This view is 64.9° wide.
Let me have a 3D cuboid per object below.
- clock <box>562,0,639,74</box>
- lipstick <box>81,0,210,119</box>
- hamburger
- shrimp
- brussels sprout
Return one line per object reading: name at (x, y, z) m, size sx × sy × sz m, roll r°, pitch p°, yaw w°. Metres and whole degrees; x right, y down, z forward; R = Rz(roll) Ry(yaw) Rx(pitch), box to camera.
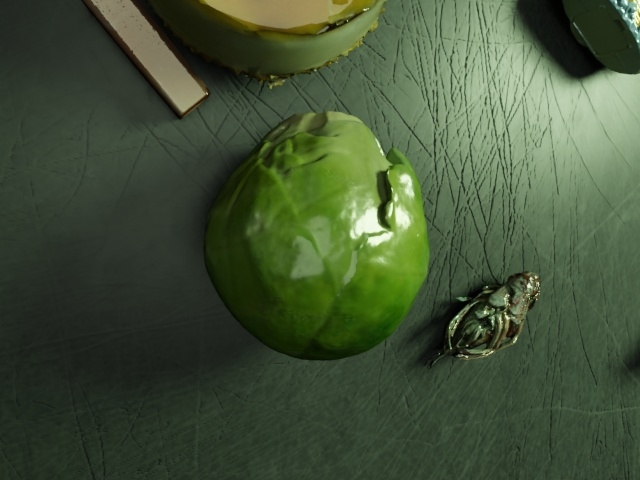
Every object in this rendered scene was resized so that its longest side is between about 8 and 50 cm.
clock at (0.389, -0.315, 0.629) m, size 0.231 × 0.103 × 0.144 m, roll 43°, pitch 84°, yaw -19°
lipstick at (-0.176, -0.196, 0.514) m, size 0.045 × 0.045 × 0.145 m, roll -40°, pitch 107°, yaw -5°
hamburger at (-0.050, -0.303, 0.468) m, size 0.275 × 0.179 × 0.294 m, roll -33°, pitch 109°, yaw -6°
shrimp at (0.212, 0.108, 0.659) m, size 0.190 × 0.075 × 0.073 m, roll -34°, pitch 138°, yaw 2°
brussels sprout at (0.000, 0.000, 0.515) m, size 0.243 × 0.244 × 0.245 m, roll -2°, pitch 99°, yaw -15°
